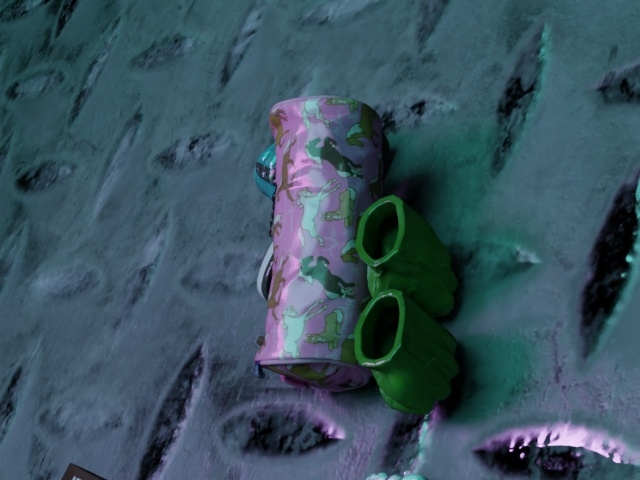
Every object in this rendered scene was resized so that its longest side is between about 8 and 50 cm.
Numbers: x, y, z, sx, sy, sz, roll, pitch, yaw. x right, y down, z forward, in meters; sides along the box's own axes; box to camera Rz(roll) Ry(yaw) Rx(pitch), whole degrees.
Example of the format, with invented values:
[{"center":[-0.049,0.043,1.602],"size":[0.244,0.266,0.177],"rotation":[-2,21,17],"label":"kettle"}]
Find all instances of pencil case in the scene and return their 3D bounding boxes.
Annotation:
[{"center":[0.000,0.000,1.977],"size":[0.167,0.160,0.386],"rotation":[-1,74,16],"label":"pencil case"}]

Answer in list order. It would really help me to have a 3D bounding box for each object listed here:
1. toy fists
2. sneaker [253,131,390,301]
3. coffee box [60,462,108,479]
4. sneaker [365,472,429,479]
[{"center":[0.106,0.084,1.856],"size":[0.096,0.142,0.279],"rotation":[-26,43,29],"label":"toy fists"},{"center":[-0.040,-0.047,2.168],"size":[0.178,0.124,0.295],"rotation":[12,64,50],"label":"sneaker"},{"center":[-0.348,0.458,2.143],"size":[0.141,0.098,0.246],"rotation":[13,73,52],"label":"coffee box"},{"center":[0.082,0.312,1.787],"size":[0.098,0.038,0.069],"rotation":[-13,51,46],"label":"sneaker"}]
